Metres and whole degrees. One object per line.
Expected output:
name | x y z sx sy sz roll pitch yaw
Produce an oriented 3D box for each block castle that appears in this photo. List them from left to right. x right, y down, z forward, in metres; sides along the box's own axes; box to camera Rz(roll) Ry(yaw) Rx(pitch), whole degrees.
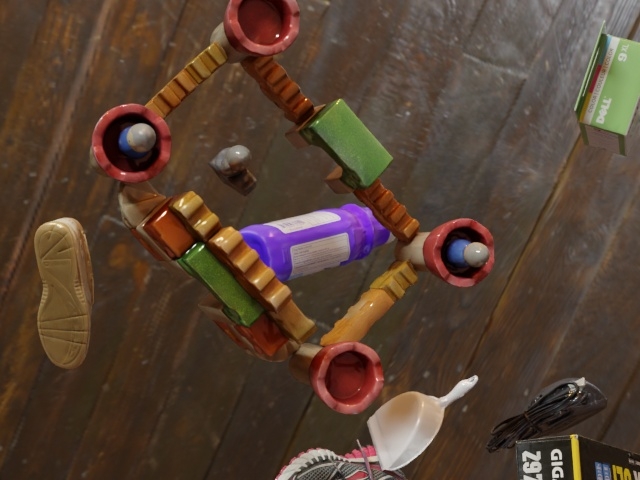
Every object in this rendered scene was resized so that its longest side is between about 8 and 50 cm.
block castle | -0.033 -0.042 1.121 0.303 0.213 0.453 -46 105 -15

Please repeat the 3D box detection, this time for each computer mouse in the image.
computer mouse | 0.380 0.265 1.534 0.188 0.272 0.072 -38 66 25

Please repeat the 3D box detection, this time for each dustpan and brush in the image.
dustpan and brush | 0.182 0.296 1.633 0.060 0.147 0.211 35 107 -24

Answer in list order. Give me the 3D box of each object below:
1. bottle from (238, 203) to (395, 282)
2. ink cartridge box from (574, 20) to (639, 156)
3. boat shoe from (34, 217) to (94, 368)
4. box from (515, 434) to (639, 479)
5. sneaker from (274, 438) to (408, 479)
bottle | 0.000 0.000 1.481 0.118 0.282 0.092 1 102 49
ink cartridge box | 0.355 -0.175 1.127 0.062 0.209 0.109 20 92 20
boat shoe | -0.275 0.056 1.043 0.063 0.059 0.170 5 107 10
box | 0.328 0.370 1.083 0.079 0.322 0.257 -15 65 32
sneaker | 0.035 0.414 1.569 0.112 0.299 0.121 43 122 40
